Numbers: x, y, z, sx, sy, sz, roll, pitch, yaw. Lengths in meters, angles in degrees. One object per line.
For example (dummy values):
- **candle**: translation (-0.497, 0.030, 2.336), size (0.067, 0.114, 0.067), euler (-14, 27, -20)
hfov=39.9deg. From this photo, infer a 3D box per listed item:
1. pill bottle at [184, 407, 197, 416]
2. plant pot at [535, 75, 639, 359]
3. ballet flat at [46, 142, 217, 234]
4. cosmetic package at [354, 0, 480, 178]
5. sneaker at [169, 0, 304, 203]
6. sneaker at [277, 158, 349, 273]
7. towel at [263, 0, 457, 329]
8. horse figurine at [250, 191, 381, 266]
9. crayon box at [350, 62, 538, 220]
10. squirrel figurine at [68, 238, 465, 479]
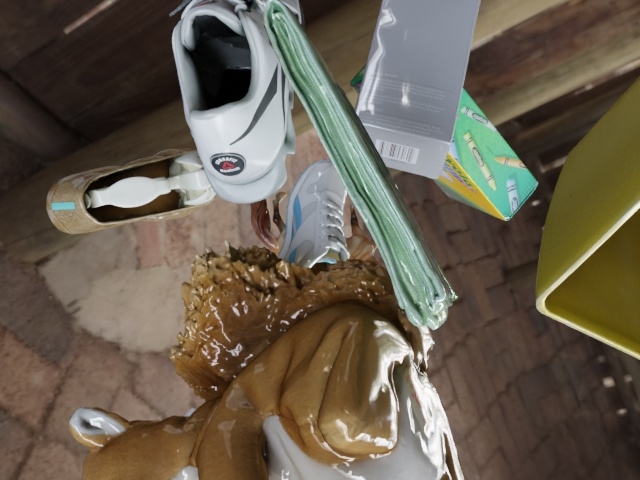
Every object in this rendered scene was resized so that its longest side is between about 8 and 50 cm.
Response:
- **pill bottle**: translation (-0.140, 0.328, 1.375), size (0.169, 0.094, 0.094), euler (30, 41, -17)
- **plant pot**: translation (0.313, -0.033, 0.723), size (0.212, 0.212, 0.187), euler (25, 38, -15)
- **ballet flat**: translation (-0.251, -0.085, 1.371), size (0.342, 0.124, 0.116), euler (-15, 98, -38)
- **cosmetic package**: translation (0.120, -0.214, 1.112), size (0.107, 0.127, 0.238), euler (93, 12, -67)
- **sneaker**: translation (-0.086, -0.214, 0.895), size (0.146, 0.122, 0.331), euler (64, 16, -57)
- **sneaker**: translation (0.000, 0.000, 1.181), size (0.087, 0.092, 0.229), euler (28, 72, -42)
- **towel**: translation (0.043, -0.043, 0.739), size (0.248, 0.038, 0.325), euler (63, 7, 7)
- **horse figurine**: translation (0.008, -0.005, 1.308), size (0.263, 0.066, 0.174), euler (13, 48, -7)
- **crayon box**: translation (0.187, -0.161, 1.335), size (0.278, 0.081, 0.165), euler (44, -6, -30)
- **squirrel figurine**: translation (-0.067, 0.190, 0.939), size (0.281, 0.370, 0.397), euler (55, 25, -36)
